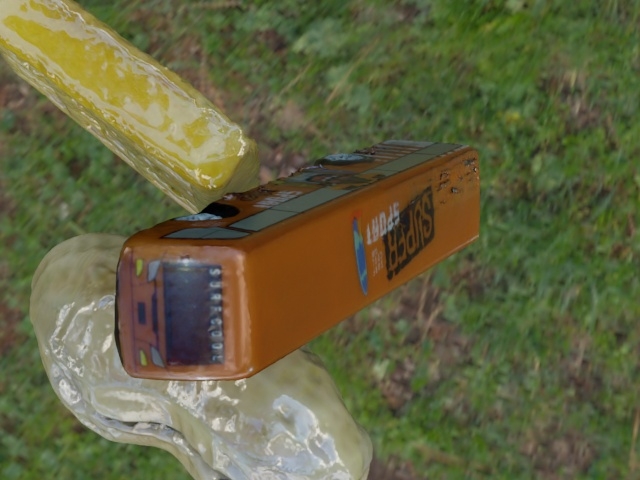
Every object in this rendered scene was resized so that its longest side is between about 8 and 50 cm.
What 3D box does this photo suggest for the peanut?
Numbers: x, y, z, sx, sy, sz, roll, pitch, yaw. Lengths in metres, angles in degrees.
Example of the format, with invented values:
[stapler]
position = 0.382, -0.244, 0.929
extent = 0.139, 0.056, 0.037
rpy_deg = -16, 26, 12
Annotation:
[peanut]
position = -0.089, 0.091, 1.022
extent = 0.290, 0.130, 0.130
rpy_deg = 28, 126, 27

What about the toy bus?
[toy bus]
position = 0.000, 0.000, 1.013
extent = 0.092, 0.409, 0.093
rpy_deg = 4, 104, 25

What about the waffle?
[waffle]
position = -0.141, -0.097, 1.078
extent = 0.221, 0.248, 0.055
rpy_deg = 38, 84, 4
